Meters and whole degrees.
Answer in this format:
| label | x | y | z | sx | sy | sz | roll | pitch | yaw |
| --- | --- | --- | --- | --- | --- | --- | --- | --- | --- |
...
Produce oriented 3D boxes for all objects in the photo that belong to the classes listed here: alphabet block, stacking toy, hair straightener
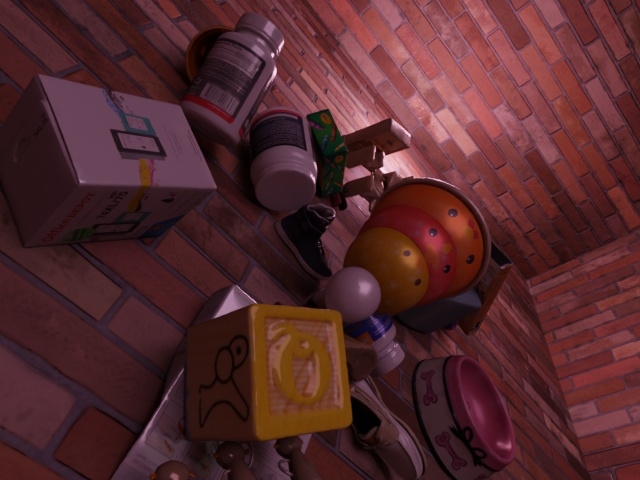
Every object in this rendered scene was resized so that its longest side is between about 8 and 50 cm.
| label | x | y | z | sx | sy | sz | roll | pitch | yaw |
| --- | --- | --- | --- | --- | --- | --- | --- | --- | --- |
| alphabet block | -0.089 | 0.219 | 0.734 | 0.193 | 0.197 | 0.192 | 10 | 66 | -42 |
| stacking toy | 0.174 | 0.069 | 1.079 | 0.480 | 0.351 | 0.350 | -32 | 89 | -48 |
| hair straightener | 0.062 | -0.204 | 1.698 | 0.089 | 0.047 | 0.230 | 26 | 37 | -43 |

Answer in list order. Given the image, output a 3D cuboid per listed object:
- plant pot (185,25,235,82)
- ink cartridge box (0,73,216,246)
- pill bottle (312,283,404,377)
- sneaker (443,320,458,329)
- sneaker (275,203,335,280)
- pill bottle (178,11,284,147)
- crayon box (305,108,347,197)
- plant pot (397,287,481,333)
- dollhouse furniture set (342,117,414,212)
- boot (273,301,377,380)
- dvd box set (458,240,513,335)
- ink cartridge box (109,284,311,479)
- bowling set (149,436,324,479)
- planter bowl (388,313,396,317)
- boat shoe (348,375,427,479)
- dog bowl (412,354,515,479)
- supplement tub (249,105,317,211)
| label | x | y | z | sx | sy | sz | roll | pitch | yaw |
| --- | --- | --- | --- | --- | --- | --- | --- | --- | --- |
| plant pot | -0.290 | -0.540 | 1.353 | 0.205 | 0.205 | 0.188 | 42 | 16 | -25 |
| ink cartridge box | -0.374 | -0.127 | 0.791 | 0.270 | 0.198 | 0.197 | -9 | 69 | -58 |
| pill bottle | 0.109 | 0.227 | 1.220 | 0.272 | 0.152 | 0.152 | 57 | 29 | 1 |
| sneaker | 0.457 | 0.253 | 1.792 | 0.105 | 0.095 | 0.236 | 6 | 50 | -49 |
| sneaker | -0.001 | 0.000 | 1.270 | 0.226 | 0.163 | 0.086 | 51 | 28 | -14 |
| pill bottle | -0.223 | -0.421 | 1.172 | 0.176 | 0.176 | 0.318 | 33 | 80 | -36 |
| crayon box | 0.015 | -0.282 | 1.495 | 0.278 | 0.081 | 0.165 | 94 | -24 | -69 |
| plant pot | 0.364 | 0.165 | 1.589 | 0.252 | 0.247 | 0.247 | 15 | 49 | -42 |
| dollhouse furniture set | 0.226 | -0.280 | 1.905 | 0.362 | 0.256 | 0.394 | 25 | 63 | -43 |
| boot | 0.014 | 0.231 | 1.067 | 0.207 | 0.090 | 0.248 | 28 | -11 | 39 |
| dvd box set | 0.549 | 0.127 | 1.716 | 0.062 | 0.420 | 0.307 | -16 | 49 | -17 |
| ink cartridge box | -0.158 | 0.322 | 0.830 | 0.308 | 0.091 | 0.385 | 45 | 48 | -21 |
| bowling set | -0.143 | 0.415 | 0.671 | 0.287 | 0.200 | 0.154 | 19 | 19 | -40 |
| planter bowl | 0.165 | 0.176 | 1.374 | 0.109 | 0.162 | 0.162 | -26 | 83 | -34 |
| boat shoe | 0.132 | 0.457 | 1.084 | 0.302 | 0.113 | 0.103 | 52 | 29 | 13 |
| dog bowl | 0.476 | 0.558 | 1.452 | 0.408 | 0.150 | 0.408 | 37 | 34 | -31 |
| supplement tub | -0.111 | -0.239 | 1.307 | 0.191 | 0.191 | 0.272 | 31 | 38 | -39 |
